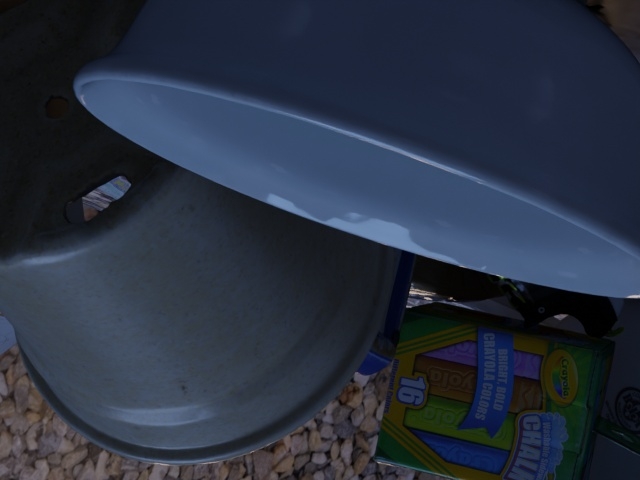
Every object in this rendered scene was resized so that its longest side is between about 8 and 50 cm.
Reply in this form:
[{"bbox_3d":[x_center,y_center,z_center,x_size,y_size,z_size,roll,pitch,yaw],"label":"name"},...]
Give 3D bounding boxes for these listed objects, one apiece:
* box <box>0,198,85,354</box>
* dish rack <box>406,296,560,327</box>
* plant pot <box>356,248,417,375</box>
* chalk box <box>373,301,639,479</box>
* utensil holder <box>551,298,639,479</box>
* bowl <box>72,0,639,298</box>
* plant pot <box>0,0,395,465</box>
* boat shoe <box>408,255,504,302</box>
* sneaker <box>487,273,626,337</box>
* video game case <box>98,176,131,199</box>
[{"bbox_3d":[-0.390,0.014,1.232,0.215,0.168,0.345,1,161,-32],"label":"box"},{"bbox_3d":[0.191,0.079,1.935,0.286,0.072,0.333,25,172,-41],"label":"dish rack"},{"bbox_3d":[-0.022,0.020,1.304,0.212,0.235,0.236,11,171,17],"label":"plant pot"},{"bbox_3d":[0.232,0.185,1.419,0.289,0.179,0.180,11,-178,16],"label":"chalk box"},{"bbox_3d":[0.466,0.266,1.627,0.328,0.327,0.385,14,170,40],"label":"utensil holder"},{"bbox_3d":[0.043,-0.079,0.611,0.298,0.134,0.298,19,175,2],"label":"bowl"},{"bbox_3d":[-0.134,-0.033,0.917,0.334,0.333,0.305,17,162,20],"label":"plant pot"},{"bbox_3d":[0.113,0.028,1.573,0.285,0.102,0.092,9,165,29],"label":"boat shoe"},{"bbox_3d":[0.229,0.046,1.370,0.235,0.097,0.084,19,174,-4],"label":"sneaker"},{"bbox_3d":[-0.209,-0.086,1.452,0.201,0.023,0.183,32,151,-20],"label":"video game case"}]
